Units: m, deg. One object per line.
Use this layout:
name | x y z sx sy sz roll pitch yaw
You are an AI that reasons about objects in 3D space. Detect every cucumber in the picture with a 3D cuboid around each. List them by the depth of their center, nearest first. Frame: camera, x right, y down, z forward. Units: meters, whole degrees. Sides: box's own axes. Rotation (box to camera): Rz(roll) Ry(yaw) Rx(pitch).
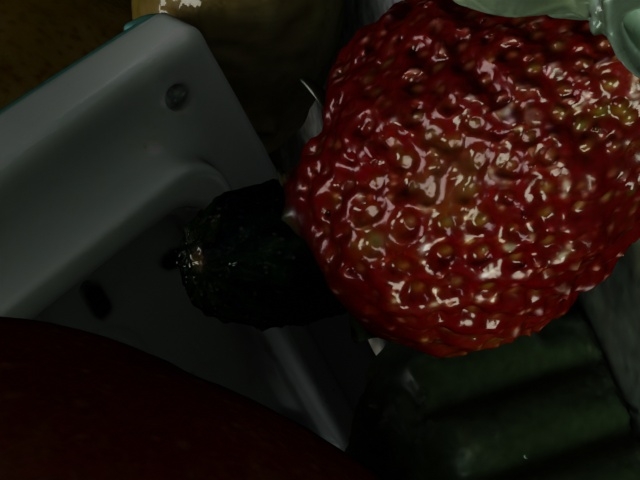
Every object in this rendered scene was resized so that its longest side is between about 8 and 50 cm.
cucumber | 0.003 0.000 0.748 0.245 0.067 0.067 -32 -67 -74

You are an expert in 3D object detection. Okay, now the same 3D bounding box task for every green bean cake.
green bean cake | 0.074 0.141 0.730 0.183 0.094 0.185 104 145 -54

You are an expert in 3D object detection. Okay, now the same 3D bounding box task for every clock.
clock | -0.084 0.069 0.837 0.116 0.231 0.262 21 143 57

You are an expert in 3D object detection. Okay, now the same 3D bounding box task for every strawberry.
strawberry | 0.062 -0.032 0.629 0.131 0.148 0.131 45 -147 -40

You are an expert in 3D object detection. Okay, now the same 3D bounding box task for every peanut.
peanut | -0.041 -0.160 0.886 0.117 0.101 0.263 17 118 43

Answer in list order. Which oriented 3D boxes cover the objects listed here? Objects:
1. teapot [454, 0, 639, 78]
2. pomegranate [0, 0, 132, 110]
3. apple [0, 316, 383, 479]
teapot | 0.058 -0.126 0.560 0.200 0.107 0.077 -120 27 -45
pomegranate | -0.237 -0.010 1.093 0.417 0.417 0.416 168 90 -74
apple | -0.090 0.188 0.601 0.348 0.277 0.348 14 116 30
